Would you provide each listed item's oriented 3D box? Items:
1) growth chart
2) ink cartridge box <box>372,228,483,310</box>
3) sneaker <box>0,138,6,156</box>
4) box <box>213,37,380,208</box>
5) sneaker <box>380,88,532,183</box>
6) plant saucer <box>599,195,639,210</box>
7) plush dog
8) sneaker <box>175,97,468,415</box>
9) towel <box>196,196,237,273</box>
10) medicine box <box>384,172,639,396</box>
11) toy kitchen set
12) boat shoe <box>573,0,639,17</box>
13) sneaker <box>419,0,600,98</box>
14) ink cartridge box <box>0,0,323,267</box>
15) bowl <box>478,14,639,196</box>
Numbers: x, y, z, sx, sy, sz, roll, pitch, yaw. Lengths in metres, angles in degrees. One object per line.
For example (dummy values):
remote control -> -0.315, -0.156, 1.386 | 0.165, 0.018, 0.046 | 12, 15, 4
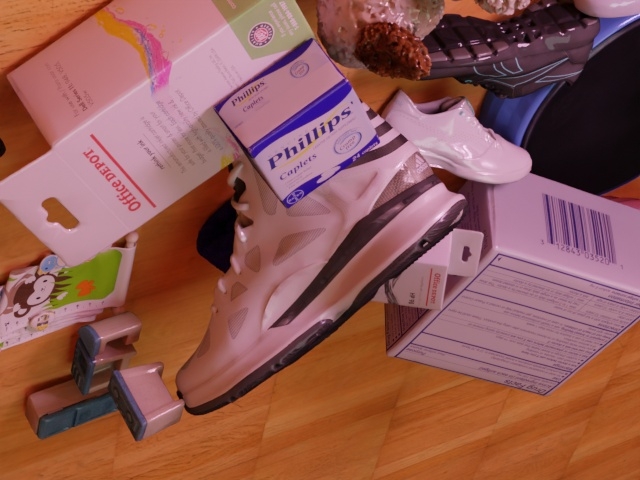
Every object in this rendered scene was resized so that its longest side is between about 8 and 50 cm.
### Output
growth chart -> -0.325, 0.071, 1.930 | 0.237, 0.021, 0.172 | -22, 147, -22
ink cartridge box -> 0.104, 0.029, 1.992 | 0.180, 0.060, 0.104 | 8, 145, 4
sneaker -> -0.346, -0.117, 1.619 | 0.085, 0.058, 0.152 | 9, 134, -40
box -> -0.022, -0.118, 1.675 | 0.126, 0.072, 0.137 | -36, 149, -1
sneaker -> 0.176, -0.133, 2.013 | 0.212, 0.080, 0.094 | 11, 115, -21
plant saucer -> 0.386, 0.048, 2.474 | 0.332, 0.084, 0.332 | -24, 147, -17
plush dog -> 0.079, -0.276, 1.666 | 0.211, 0.262, 0.225 | 29, 102, -20
sneaker -> -0.059, -0.001, 1.898 | 0.447, 0.257, 0.169 | -42, 174, 28
towel -> 0.000, 0.000, 2.072 | 0.228, 0.076, 0.308 | -40, 148, 8
medicine box -> 0.265, 0.060, 2.191 | 0.264, 0.149, 0.289 | 16, 141, -22
toy kitchen set -> -0.268, 0.210, 2.005 | 0.122, 0.166, 0.207 | -19, 152, -27
boat shoe -> 0.421, -0.368, 1.949 | 0.302, 0.109, 0.094 | -32, 137, -21
sneaker -> 0.207, -0.210, 1.920 | 0.267, 0.101, 0.106 | -10, 132, -18
ink cartridge box -> -0.175, -0.145, 1.678 | 0.353, 0.119, 0.207 | -35, 149, 0
bowl -> 0.393, -0.200, 2.154 | 0.391, 0.077, 0.391 | -24, 147, -17
